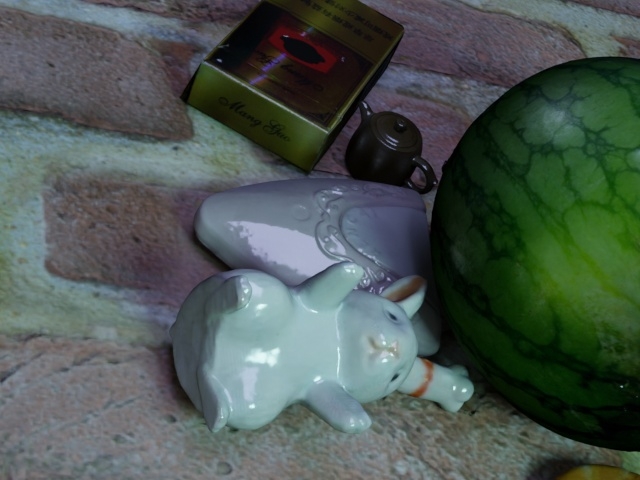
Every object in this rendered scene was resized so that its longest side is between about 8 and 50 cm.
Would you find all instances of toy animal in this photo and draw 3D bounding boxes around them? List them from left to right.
[{"bbox_3d":[0.019,0.088,1.076,0.283,0.138,0.140,3,89,-17],"label":"toy animal"}]

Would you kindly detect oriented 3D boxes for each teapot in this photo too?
[{"bbox_3d":[0.077,-0.096,1.325,0.121,0.068,0.076,46,46,15],"label":"teapot"}]

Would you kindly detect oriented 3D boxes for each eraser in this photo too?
[{"bbox_3d":[0.001,-0.001,1.207,0.243,0.059,0.204,14,45,-19],"label":"eraser"}]

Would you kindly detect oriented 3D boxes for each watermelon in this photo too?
[{"bbox_3d":[0.264,0.010,1.130,0.363,0.363,0.363,13,46,-14],"label":"watermelon"}]

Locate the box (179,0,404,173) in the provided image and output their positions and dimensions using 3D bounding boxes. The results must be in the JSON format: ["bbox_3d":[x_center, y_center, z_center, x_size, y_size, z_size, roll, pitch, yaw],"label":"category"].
[{"bbox_3d":[-0.023,-0.192,1.370,0.159,0.071,0.240,32,43,3],"label":"box"}]

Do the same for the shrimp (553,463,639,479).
[{"bbox_3d":[0.302,0.280,1.096,0.249,0.068,0.150,17,57,-3],"label":"shrimp"}]
